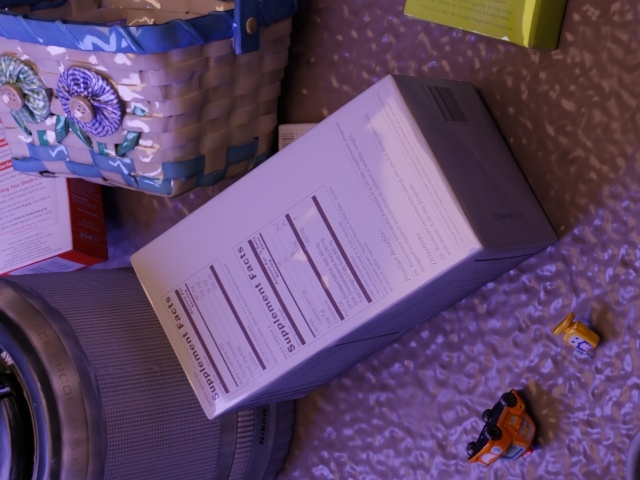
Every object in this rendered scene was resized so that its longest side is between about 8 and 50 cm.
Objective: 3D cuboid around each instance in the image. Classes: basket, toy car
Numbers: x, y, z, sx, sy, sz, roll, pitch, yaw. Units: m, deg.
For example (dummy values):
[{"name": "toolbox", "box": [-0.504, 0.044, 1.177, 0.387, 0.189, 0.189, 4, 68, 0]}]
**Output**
[{"name": "basket", "box": [-0.142, -0.185, 1.270, 0.254, 0.201, 0.289, 9, 107, 37]}, {"name": "toy car", "box": [0.149, 0.111, 1.159, 0.040, 0.060, 0.122, 35, 124, -4]}]

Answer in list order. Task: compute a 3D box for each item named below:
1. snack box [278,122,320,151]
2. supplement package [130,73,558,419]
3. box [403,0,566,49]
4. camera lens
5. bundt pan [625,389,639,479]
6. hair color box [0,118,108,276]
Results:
[{"name": "snack box", "box": [0.000, 0.000, 1.284, 0.064, 0.022, 0.178, 0, 92, 35]}, {"name": "supplement package", "box": [0.014, 0.006, 1.181, 0.244, 0.139, 0.134, -33, 76, 25]}, {"name": "box", "box": [0.128, -0.230, 1.165, 0.109, 0.042, 0.178, 20, 104, 34]}, {"name": "camera lens", "box": [-0.179, 0.132, 1.268, 0.219, 0.274, 0.219, 2, 93, 37]}, {"name": "bundt pan", "box": [0.324, 0.181, 0.929, 0.331, 0.124, 0.331, 44, 145, 42]}, {"name": "hair color box", "box": [-0.235, -0.053, 1.412, 0.093, 0.053, 0.167, -17, 70, 26]}]
